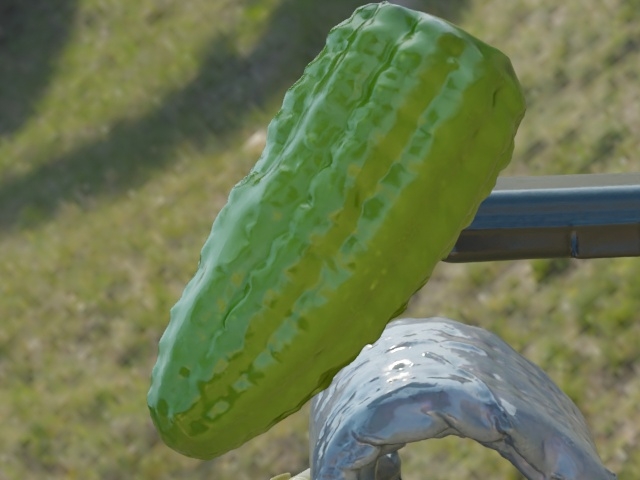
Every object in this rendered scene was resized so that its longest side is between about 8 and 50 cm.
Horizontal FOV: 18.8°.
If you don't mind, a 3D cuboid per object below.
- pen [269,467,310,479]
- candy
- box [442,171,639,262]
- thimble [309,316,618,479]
[{"bbox_3d":[-0.006,0.194,1.547,0.032,0.040,0.233,-63,-11,9],"label":"pen"},{"bbox_3d":[0.000,0.000,0.797,0.209,0.096,0.096,-55,24,-10],"label":"candy"},{"bbox_3d":[0.185,-0.019,1.324,0.230,0.050,0.160,-2,5,-1],"label":"box"},{"bbox_3d":[0.066,0.118,0.938,0.127,0.151,0.118,-58,10,16],"label":"thimble"}]
